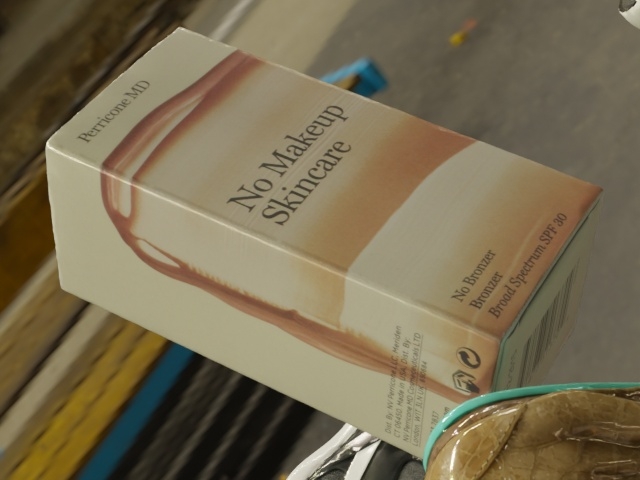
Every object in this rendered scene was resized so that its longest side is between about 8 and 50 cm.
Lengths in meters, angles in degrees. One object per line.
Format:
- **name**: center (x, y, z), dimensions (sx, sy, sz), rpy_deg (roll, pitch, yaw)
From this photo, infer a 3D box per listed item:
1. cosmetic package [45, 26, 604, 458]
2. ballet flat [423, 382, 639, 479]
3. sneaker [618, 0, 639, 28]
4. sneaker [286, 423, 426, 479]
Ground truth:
- **cosmetic package**: center (0.000, 0.000, 0.886), dimensions (0.296, 0.129, 0.153), rpy_deg (22, 47, 19)
- **ballet flat**: center (0.216, 0.108, 0.684), dimensions (0.342, 0.116, 0.124), rpy_deg (-9, 46, -21)
- **sneaker**: center (0.397, -0.198, 1.011), dimensions (0.323, 0.236, 0.130), rpy_deg (-44, 12, 16)
- **sneaker**: center (0.077, 0.145, 1.001), dimensions (0.121, 0.079, 0.217), rpy_deg (13, 45, 35)
